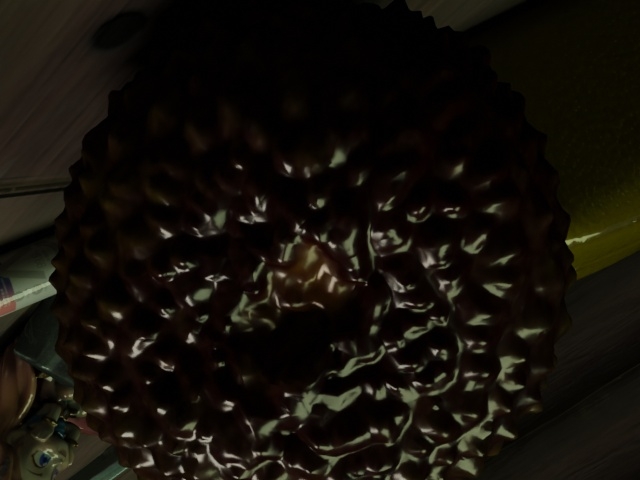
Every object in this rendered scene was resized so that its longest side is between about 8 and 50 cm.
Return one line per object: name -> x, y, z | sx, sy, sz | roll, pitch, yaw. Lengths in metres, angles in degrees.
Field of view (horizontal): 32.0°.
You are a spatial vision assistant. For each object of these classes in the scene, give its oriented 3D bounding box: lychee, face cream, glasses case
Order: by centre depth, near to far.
lychee -> 0.000, 0.000, 0.548 | 0.271, 0.271, 0.271 | -30, 167, -8
face cream -> -0.196, 0.032, 0.624 | 0.130, 0.034, 0.034 | -23, 164, -29
glasses case -> 0.191, -0.076, 0.793 | 0.371, 0.173, 0.141 | -28, 163, -16

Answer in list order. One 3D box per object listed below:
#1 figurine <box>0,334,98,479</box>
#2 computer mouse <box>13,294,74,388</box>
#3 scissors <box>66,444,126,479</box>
figurine -> -0.197, 0.129, 0.780 | 0.157, 0.114, 0.126 | -47, 154, -18
computer mouse -> -0.084, 0.023, 0.706 | 0.231, 0.071, 0.126 | -21, -163, -14
scissors -> -0.121, 0.142, 0.850 | 0.447, 0.029, 0.192 | -36, -170, -6
